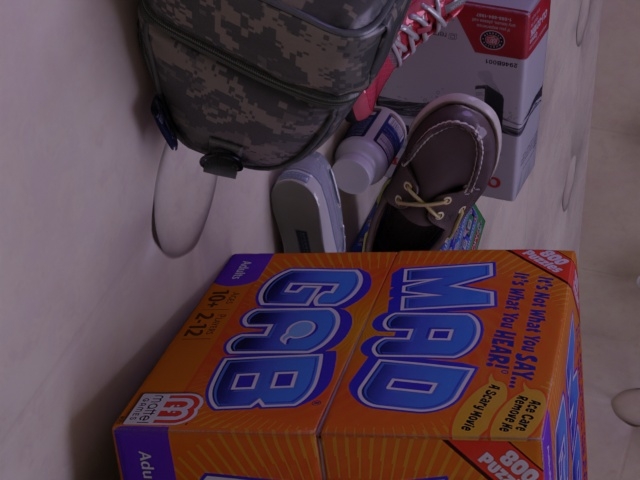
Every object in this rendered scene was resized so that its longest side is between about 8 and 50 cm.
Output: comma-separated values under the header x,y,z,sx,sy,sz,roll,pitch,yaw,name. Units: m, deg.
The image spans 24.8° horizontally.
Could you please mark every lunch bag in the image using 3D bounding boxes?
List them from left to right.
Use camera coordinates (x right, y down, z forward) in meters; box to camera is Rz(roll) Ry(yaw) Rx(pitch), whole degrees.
x,y,z,sx,sy,sz,roll,pitch,yaw,name
-0.019,-0.226,1.215,0.256,0.213,0.305,106,8,-61,lunch bag

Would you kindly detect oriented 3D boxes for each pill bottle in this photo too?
x,y,z,sx,sy,sz,roll,pitch,yaw,name
0.057,-0.108,1.773,0.120,0.067,0.067,-57,153,-49,pill bottle

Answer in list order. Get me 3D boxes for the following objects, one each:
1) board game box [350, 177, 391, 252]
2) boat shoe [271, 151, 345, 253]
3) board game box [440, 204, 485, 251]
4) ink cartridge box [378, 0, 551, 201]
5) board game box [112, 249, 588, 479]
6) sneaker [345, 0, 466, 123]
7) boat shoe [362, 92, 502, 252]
x,y,z,sx,sy,sz,roll,pitch,yaw,name
0.083,0.022,1.999,0.201,0.035,0.136,-61,156,-44,board game box
-0.001,-0.001,1.639,0.081,0.079,0.227,-56,150,-42,boat shoe
0.174,0.067,2.263,0.213,0.046,0.317,52,51,-60,board game box
0.182,-0.205,1.890,0.114,0.197,0.272,-54,150,-50,ink cartridge box
0.057,0.241,1.364,0.356,0.357,0.356,-60,146,-62,board game box
0.101,-0.277,1.687,0.116,0.136,0.313,62,43,-63,sneaker
0.129,-0.052,1.774,0.096,0.117,0.324,-63,180,-35,boat shoe
